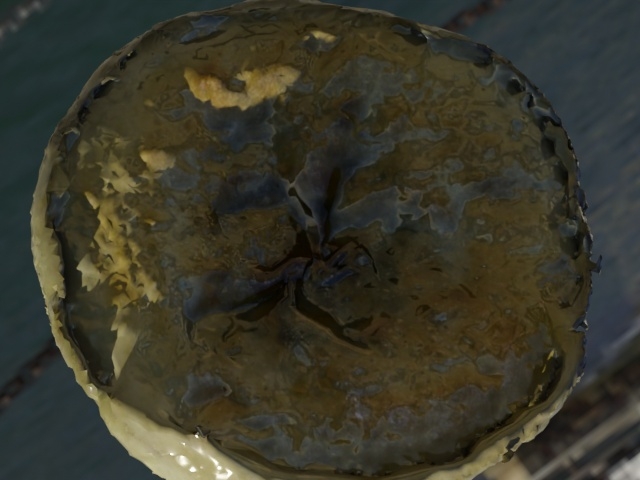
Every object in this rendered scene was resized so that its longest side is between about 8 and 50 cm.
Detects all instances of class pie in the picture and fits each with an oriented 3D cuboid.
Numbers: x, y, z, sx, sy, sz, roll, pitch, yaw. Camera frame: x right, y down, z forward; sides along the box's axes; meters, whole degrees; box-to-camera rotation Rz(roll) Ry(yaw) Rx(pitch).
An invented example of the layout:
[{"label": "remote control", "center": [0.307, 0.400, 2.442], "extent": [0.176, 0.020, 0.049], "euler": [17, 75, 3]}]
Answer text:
[{"label": "pie", "center": [0.000, 0.000, 0.870], "extent": [0.274, 0.274, 0.055], "euler": [-33, 165, -18]}]
